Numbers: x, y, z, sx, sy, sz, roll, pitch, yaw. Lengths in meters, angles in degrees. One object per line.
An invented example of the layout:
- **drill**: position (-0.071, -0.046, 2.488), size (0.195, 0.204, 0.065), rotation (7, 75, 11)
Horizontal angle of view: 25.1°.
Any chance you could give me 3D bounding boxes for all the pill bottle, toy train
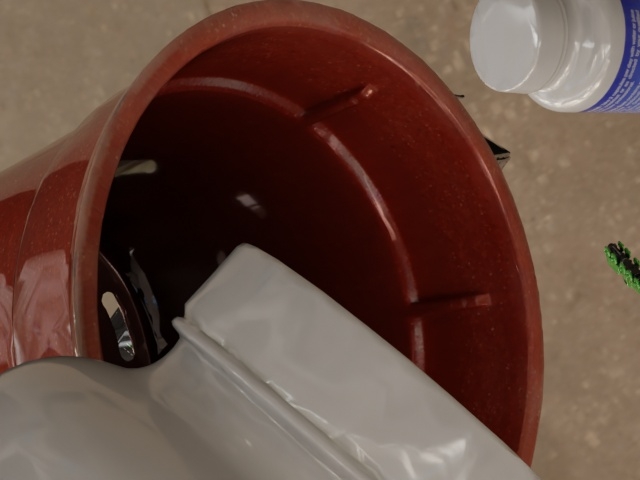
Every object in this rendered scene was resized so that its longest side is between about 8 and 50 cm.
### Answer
- **pill bottle**: position (-0.081, 0.161, 0.401), size (0.181, 0.323, 0.181), rotation (39, 173, 6)
- **pill bottle**: position (0.295, -0.208, 1.494), size (0.152, 0.272, 0.152), rotation (5, 95, 58)
- **toy train**: position (0.246, 0.027, 1.130), size (0.083, 0.017, 0.024), rotation (-119, 9, -59)

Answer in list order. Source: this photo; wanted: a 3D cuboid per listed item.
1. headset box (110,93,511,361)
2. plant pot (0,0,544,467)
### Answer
- **headset box**: position (0.000, 0.000, 1.023), size (0.131, 0.246, 0.283), rotation (38, 102, 9)
- **plant pot**: position (-0.081, 0.052, 0.695), size (0.265, 0.272, 0.272), rotation (-13, 103, 44)
